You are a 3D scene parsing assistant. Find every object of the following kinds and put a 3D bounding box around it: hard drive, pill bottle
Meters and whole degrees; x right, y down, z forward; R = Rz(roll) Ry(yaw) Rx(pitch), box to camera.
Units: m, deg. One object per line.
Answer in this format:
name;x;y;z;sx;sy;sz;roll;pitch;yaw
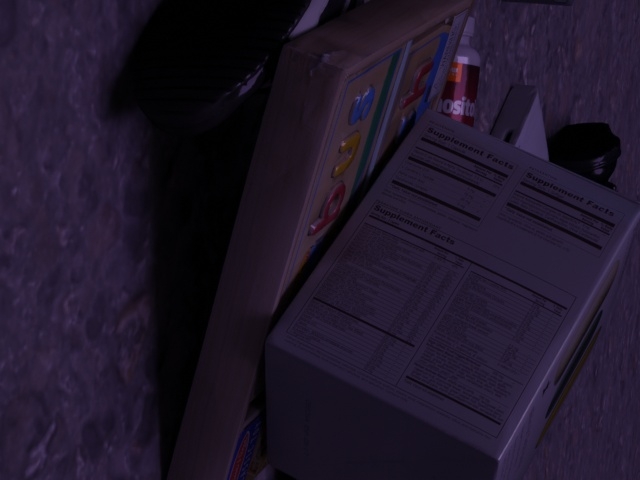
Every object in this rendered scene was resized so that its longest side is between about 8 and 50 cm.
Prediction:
hard drive;0.253;-0.017;2.022;0.307;0.040;0.203;73;34;-43
pill bottle;0.117;-0.154;1.610;0.086;0.086;0.152;-4;100;-66

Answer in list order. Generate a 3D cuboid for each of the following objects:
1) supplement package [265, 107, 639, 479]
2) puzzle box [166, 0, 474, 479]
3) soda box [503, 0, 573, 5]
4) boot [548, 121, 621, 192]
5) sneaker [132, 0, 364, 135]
supplement package;0.104;0.077;1.274;0.262;0.198;0.199;-55;162;-30
puzzle box;0.000;0.000;1.287;0.272;0.052;0.409;-38;149;-57
soda box;0.246;-0.411;1.813;0.286;0.091;0.098;74;33;-44
boot;0.369;-0.042;2.158;0.246;0.094;0.207;-53;137;-73
sneaker;-0.030;-0.161;1.227;0.330;0.122;0.146;-59;146;-41
